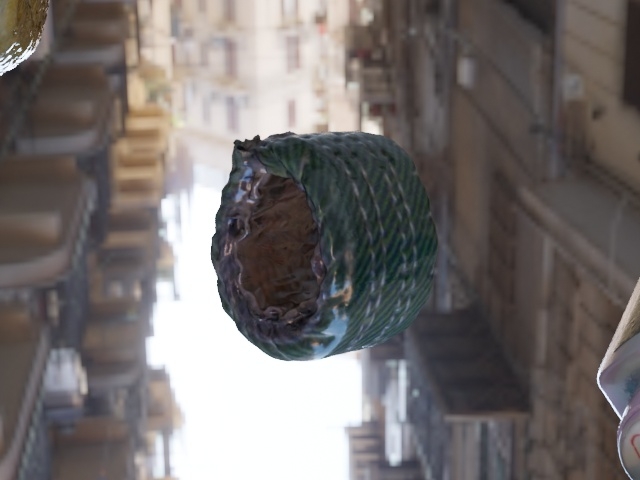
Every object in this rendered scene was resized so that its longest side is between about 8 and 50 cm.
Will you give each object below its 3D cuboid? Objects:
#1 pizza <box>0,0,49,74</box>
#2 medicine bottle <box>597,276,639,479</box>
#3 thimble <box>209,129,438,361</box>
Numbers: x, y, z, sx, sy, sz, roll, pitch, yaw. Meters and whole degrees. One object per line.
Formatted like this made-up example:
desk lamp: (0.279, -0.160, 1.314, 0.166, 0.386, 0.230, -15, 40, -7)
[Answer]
pizza: (-0.189, -0.261, 0.812, 0.114, 0.409, 0.277, 2, -127, -3)
medicine bottle: (0.215, 0.056, 0.863, 0.115, 0.078, 0.219, -24, -163, 34)
thimble: (0.001, 0.002, 0.947, 0.118, 0.135, 0.090, 11, -166, 40)
